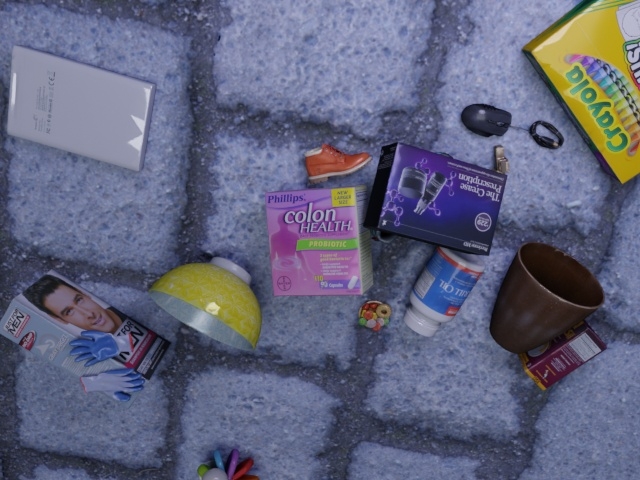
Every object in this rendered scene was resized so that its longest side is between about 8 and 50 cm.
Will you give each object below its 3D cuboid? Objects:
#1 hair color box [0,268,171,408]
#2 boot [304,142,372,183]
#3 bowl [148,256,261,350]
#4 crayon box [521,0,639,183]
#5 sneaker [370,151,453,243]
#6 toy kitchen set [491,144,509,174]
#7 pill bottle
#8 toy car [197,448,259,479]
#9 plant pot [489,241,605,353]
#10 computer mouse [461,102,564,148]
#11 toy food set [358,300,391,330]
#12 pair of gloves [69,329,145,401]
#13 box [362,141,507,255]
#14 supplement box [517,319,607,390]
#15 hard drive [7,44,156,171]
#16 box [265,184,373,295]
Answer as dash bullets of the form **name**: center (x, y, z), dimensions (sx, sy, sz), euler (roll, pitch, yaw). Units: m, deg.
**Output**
- **hair color box**: center (-0.596, 0.249, 1.460), dimensions (0.375, 0.185, 0.113), euler (34, 109, -9)
- **boot**: center (0.039, -0.191, 1.317), dimensions (0.158, 0.059, 0.084), euler (-14, 105, 10)
- **bowl**: center (-0.254, 0.134, 1.391), dimensions (0.290, 0.289, 0.156), euler (31, 68, -8)
- **crayon box**: center (0.661, -0.356, 1.181), dimensions (0.313, 0.106, 0.363), euler (-38, 104, 16)
- **sneaker**: center (0.219, -0.086, 1.306), dimensions (0.104, 0.125, 0.262), euler (38, 109, -11)
- **toy kitchen set**: center (0.386, -0.167, 1.294), dimensions (0.075, 0.068, 0.083), euler (-7, 110, 7)
- **pill bottle**: center (0.294, 0.121, 1.382), dimensions (0.124, 0.124, 0.221), euler (24, 111, -5)
- **toy car**: center (-0.261, 0.676, 1.638), dimensions (0.182, 0.159, 0.136), euler (31, 75, -8)
- **plant pot**: center (0.508, 0.158, 1.354), dimensions (0.216, 0.215, 0.230), euler (22, 125, -5)
- **computer mouse**: center (0.434, -0.252, 1.273), dimensions (0.242, 0.041, 0.071), euler (14, 111, -2)
- **toy food set**: center (0.140, 0.196, 1.476), dimensions (0.083, 0.020, 0.082), euler (14, 111, -2)
- **pair of gloves**: center (-0.513, 0.304, 1.365), dimensions (0.160, 0.023, 0.198), euler (-6, 108, 4)
- **box**: center (0.244, -0.084, 1.211), dimensions (0.261, 0.103, 0.184), euler (13, 91, -14)
- **supplement box**: center (0.601, 0.275, 1.430), dimensions (0.188, 0.104, 0.081), euler (-41, 103, 17)
- **hard drive**: center (-0.558, -0.305, 1.322), dimensions (0.319, 0.040, 0.210), euler (16, 112, -2)
- **box**: center (0.000, 0.000, 1.309), dimensions (0.214, 0.117, 0.242), euler (-2, 96, 18)
